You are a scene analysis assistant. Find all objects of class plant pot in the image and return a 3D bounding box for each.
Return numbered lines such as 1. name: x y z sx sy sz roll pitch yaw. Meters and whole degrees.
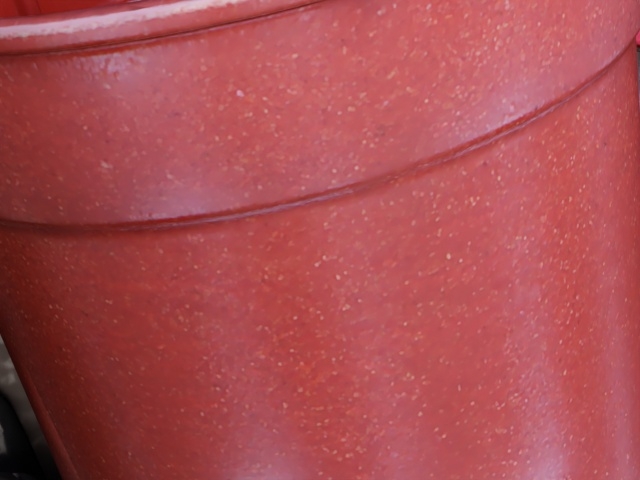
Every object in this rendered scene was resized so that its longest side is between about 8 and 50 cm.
1. plant pot: 0.000 0.000 0.670 0.272 0.272 0.265 -13 114 1

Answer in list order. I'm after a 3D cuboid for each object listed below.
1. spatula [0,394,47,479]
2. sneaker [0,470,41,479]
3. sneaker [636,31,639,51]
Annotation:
1. spatula: -0.097 0.196 0.891 0.084 0.030 0.296 -21 108 3
2. sneaker: -0.102 0.220 0.844 0.110 0.107 0.275 -26 104 22
3. sneaker: 0.214 -0.090 0.762 0.279 0.118 0.107 3 109 -6
